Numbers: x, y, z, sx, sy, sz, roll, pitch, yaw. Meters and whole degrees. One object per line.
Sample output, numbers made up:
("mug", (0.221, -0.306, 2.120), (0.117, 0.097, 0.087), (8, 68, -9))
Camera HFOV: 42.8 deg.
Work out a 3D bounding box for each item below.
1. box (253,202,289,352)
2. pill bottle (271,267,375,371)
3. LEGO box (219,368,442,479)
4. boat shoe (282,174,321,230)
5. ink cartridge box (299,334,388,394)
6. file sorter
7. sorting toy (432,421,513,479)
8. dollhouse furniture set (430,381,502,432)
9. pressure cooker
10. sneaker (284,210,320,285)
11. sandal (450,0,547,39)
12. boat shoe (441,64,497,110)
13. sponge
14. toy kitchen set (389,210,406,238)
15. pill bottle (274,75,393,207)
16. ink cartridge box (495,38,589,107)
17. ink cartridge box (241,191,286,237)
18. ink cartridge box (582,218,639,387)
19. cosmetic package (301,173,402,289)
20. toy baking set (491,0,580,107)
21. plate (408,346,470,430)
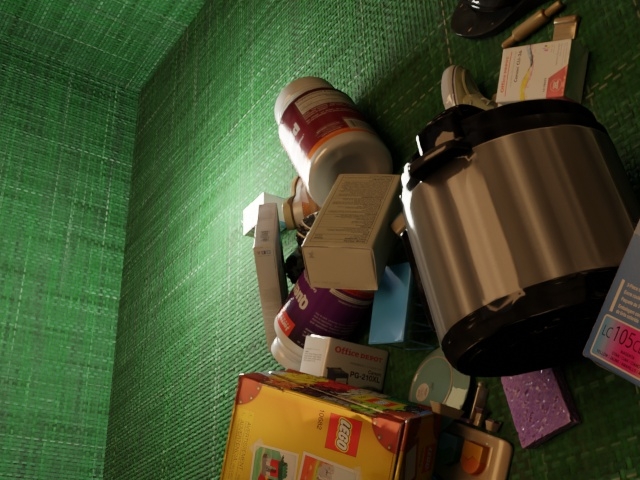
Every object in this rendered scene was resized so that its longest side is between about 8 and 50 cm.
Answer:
("box", (-0.123, 0.096, 2.118), (0.232, 0.059, 0.322), (-91, -3, -60))
("pill bottle", (0.008, 0.164, 1.962), (0.323, 0.182, 0.181), (-59, 33, 22))
("LEGO box", (-0.003, 0.536, 1.590), (0.373, 0.193, 0.500), (11, 90, 29))
("boat shoe", (-0.025, -0.106, 2.192), (0.302, 0.103, 0.113), (-76, -26, -65))
("ink cartridge box", (0.041, 0.343, 1.826), (0.100, 0.172, 0.237), (-6, 70, 56))
("file sorter", (0.187, 0.146, 1.754), (0.118, 0.104, 0.170), (-15, 63, 55))
("sorting toy", (0.262, 0.449, 1.544), (0.208, 0.038, 0.193), (5, 79, 59))
("dollhouse furniture set", (0.275, 0.299, 1.527), (0.091, 0.114, 0.081), (5, 75, 62))
("pressure cooker", (0.327, -0.026, 1.320), (0.370, 0.376, 0.420), (85, 173, -65))
("sneaker", (0.000, 0.000, 2.089), (0.110, 0.122, 0.283), (46, 139, 10))
("sandal", (0.418, -0.564, 1.730), (0.446, 0.107, 0.167), (-14, 63, 56))
("boat shoe", (0.337, -0.253, 1.734), (0.094, 0.109, 0.302), (-27, 61, 33))
("sponge", (0.379, 0.254, 1.457), (0.117, 0.031, 0.210), (-47, 40, 37))
("toy kitchen set", (0.241, -0.094, 1.814), (0.207, 0.122, 0.166), (-45, 35, 6))
("pill bottle", (0.018, -0.262, 2.119), (0.224, 0.224, 0.392), (-59, 33, 23))
("ink cartridge box", (0.419, -0.322, 1.613), (0.198, 0.067, 0.115), (4, 83, 50))
("ink cartridge box", (-0.168, -0.065, 2.456), (0.143, 0.092, 0.090), (-39, 45, 46))
("ink cartridge box", (0.546, 0.021, 1.063), (0.151, 0.270, 0.395), (29, 100, 57))
("cosmetic package", (0.082, -0.027, 1.815), (0.309, 0.160, 0.113), (-63, -30, -50))
("toy baking set", (0.430, -0.373, 1.690), (0.256, 0.030, 0.196), (-28, 52, 50))
("plate", (0.232, 0.298, 1.656), (0.188, 0.024, 0.188), (-43, 33, 37))
